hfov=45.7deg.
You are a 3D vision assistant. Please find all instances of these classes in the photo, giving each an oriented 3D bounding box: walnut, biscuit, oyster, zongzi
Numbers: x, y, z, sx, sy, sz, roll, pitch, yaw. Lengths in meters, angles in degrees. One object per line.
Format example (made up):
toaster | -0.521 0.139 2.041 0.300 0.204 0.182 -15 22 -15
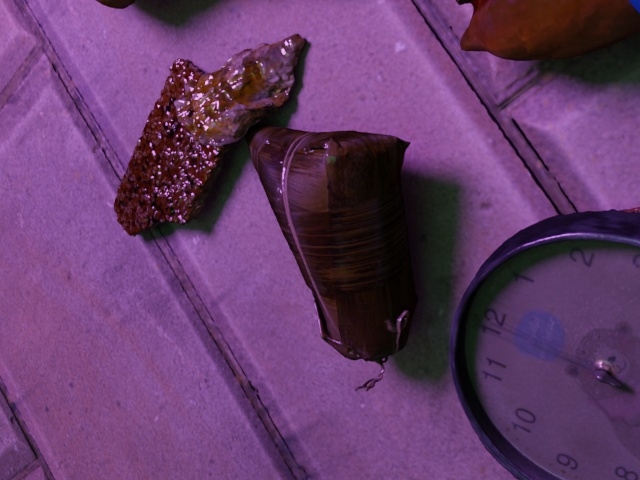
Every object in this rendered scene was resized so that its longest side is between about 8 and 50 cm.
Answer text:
walnut | 0.210 -0.217 0.587 0.245 0.137 0.137 -28 85 27
biscuit | -0.177 -0.086 0.904 0.131 0.026 0.237 46 119 29
oyster | -0.088 -0.156 0.814 0.146 0.045 0.121 1 82 8
zongzi | 0.000 0.000 0.797 0.241 0.111 0.247 20 123 56

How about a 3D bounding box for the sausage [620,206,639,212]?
sausage | 0.317 -0.011 0.618 0.158 0.036 0.042 0 112 32

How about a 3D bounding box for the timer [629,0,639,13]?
timer | 0.343 -0.271 0.438 0.340 0.115 0.309 -2 99 6

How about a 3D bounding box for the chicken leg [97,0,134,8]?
chicken leg | -0.150 -0.339 0.783 0.429 0.153 0.201 12 98 22

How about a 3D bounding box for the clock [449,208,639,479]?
clock | 0.243 0.111 0.655 0.280 0.055 0.280 12 115 29
